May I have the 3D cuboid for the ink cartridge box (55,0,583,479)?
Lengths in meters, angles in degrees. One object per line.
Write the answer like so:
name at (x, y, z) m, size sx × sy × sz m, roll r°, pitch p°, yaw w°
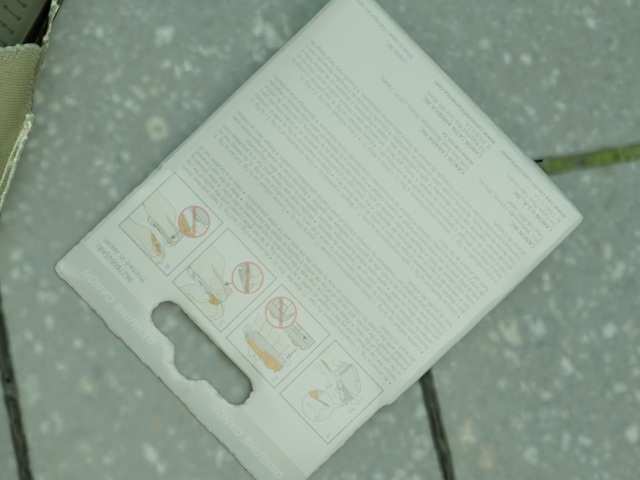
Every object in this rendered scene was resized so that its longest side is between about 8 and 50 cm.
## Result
ink cartridge box at (0.000, 0.000, 0.861) m, size 0.224 × 0.056 × 0.181 m, roll -44°, pitch 89°, yaw 2°

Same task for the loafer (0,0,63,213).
loafer at (-0.194, -0.076, 0.803) m, size 0.102 × 0.092 × 0.268 m, roll 16°, pitch 75°, yaw -8°
